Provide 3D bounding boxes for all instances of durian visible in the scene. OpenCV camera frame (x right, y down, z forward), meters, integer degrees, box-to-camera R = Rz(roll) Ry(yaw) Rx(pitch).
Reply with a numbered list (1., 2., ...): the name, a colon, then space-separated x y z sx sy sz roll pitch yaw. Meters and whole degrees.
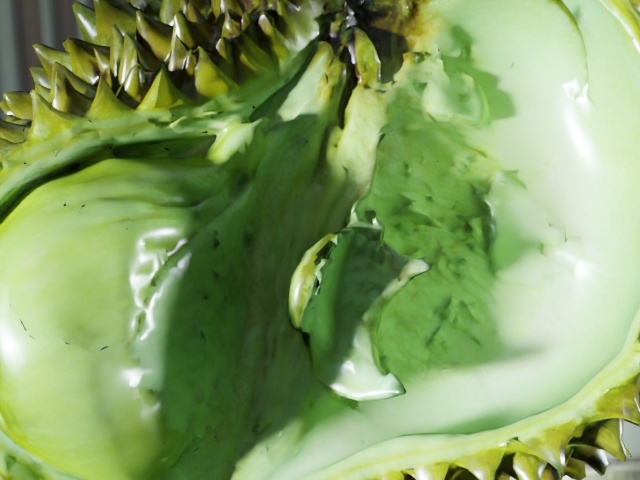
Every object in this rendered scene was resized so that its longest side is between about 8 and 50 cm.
1. durian: -0.003 0.002 0.394 0.237 0.200 0.176 -32 -167 -3
